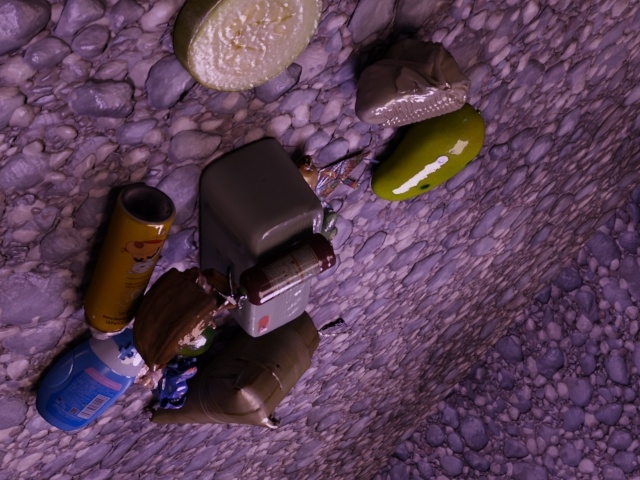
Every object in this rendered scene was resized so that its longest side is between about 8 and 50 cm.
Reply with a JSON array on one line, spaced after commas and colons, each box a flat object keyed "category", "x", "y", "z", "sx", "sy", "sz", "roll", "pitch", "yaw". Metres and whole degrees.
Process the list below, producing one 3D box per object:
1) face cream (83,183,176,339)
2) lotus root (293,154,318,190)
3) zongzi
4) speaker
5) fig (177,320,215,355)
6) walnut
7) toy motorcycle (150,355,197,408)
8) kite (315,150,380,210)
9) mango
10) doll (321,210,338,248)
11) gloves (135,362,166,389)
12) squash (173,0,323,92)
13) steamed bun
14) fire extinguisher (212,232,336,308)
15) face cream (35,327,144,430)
[{"category": "face cream", "x": -0.361, "y": 0.057, "z": 1.689, "sx": 0.105, "sy": 0.105, "sz": 0.348, "roll": -14, "pitch": 145, "yaw": -41}, {"category": "lotus root", "x": -0.039, "y": -0.122, "z": 1.859, "sx": 0.072, "sy": 0.063, "sz": 0.152, "roll": -54, "pitch": 173, "yaw": -42}, {"category": "zongzi", "x": -0.179, "y": 0.297, "z": 2.304, "sx": 0.418, "sy": 0.181, "sz": 0.447, "roll": -17, "pitch": -161, "yaw": 38}, {"category": "speaker", "x": -0.119, "y": 0.009, "z": 1.833, "sx": 0.183, "sy": 0.184, "sz": 0.406, "roll": -27, "pitch": 151, "yaw": -24}, {"category": "fig", "x": -0.311, "y": 0.196, "z": 1.988, "sx": 0.177, "sy": 0.117, "sz": 0.117, "roll": 1, "pitch": 134, "yaw": -38}, {"category": "walnut", "x": -0.268, "y": 0.135, "z": 1.723, "sx": 0.204, "sy": 0.141, "sz": 0.238, "roll": -43, "pitch": 180, "yaw": 12}, {"category": "toy motorcycle", "x": -0.339, "y": 0.316, "z": 2.116, "sx": 0.076, "sy": 0.114, "sz": 0.205, "roll": -14, "pitch": 145, "yaw": -40}, {"category": "kite", "x": 0.039, "y": -0.134, "z": 2.005, "sx": 0.183, "sy": 0.010, "sz": 0.160, "roll": -45, "pitch": 150, "yaw": 19}, {"category": "mango", "x": 0.238, "y": -0.188, "z": 2.037, "sx": 0.293, "sy": 0.143, "sz": 0.175, "roll": -40, "pitch": 154, "yaw": 24}, {"category": "doll", "x": 0.000, "y": 0.000, "z": 2.106, "sx": 0.115, "sy": 0.077, "sz": 0.150, "roll": -23, "pitch": 141, "yaw": -30}, {"category": "gloves", "x": -0.387, "y": 0.266, "z": 1.999, "sx": 0.094, "sy": 0.110, "sz": 0.144, "roll": 1, "pitch": 157, "yaw": 15}, {"category": "squash", "x": -0.109, "y": -0.333, "z": 1.454, "sx": 0.252, "sy": 0.049, "sz": 0.252, "roll": -30, "pitch": 153, "yaw": -17}, {"category": "steamed bun", "x": 0.166, "y": -0.307, "z": 1.752, "sx": 0.218, "sy": 0.144, "sz": 0.211, "roll": -17, "pitch": 172, "yaw": 16}, {"category": "fire extinguisher", "x": -0.087, "y": 0.053, "z": 1.670, "sx": 0.231, "sy": 0.071, "sz": 0.099, "roll": -26, "pitch": 123, "yaw": -22}, {"category": "face cream", "x": -0.462, "y": 0.274, "z": 1.888, "sx": 0.264, "sy": 0.083, "sz": 0.149, "roll": -43, "pitch": 118, "yaw": 15}]
